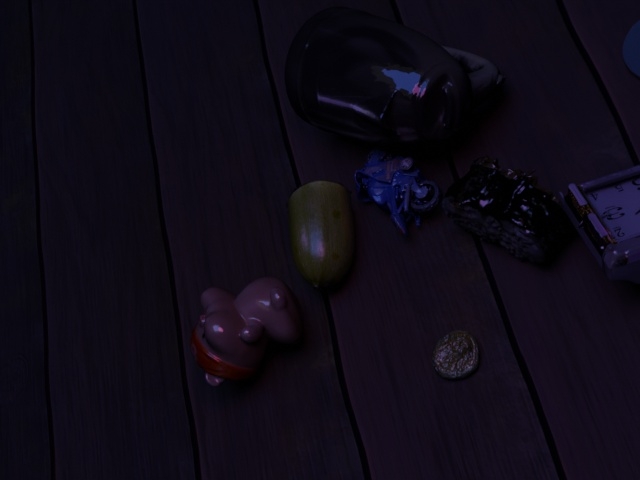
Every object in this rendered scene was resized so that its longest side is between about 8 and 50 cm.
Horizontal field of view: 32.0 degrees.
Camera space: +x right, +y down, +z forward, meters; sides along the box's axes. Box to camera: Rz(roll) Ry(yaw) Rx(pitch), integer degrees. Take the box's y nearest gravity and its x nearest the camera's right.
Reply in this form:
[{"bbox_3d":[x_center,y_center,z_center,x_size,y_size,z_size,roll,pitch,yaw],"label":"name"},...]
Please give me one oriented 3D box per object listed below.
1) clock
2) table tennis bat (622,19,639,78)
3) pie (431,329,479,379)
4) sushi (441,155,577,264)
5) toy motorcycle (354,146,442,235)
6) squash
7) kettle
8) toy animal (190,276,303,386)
[{"bbox_3d":[0.506,-0.042,1.664,0.253,0.083,0.186,-18,44,-2],"label":"clock"},{"bbox_3d":[0.624,-0.339,1.856,0.244,0.040,0.153,-11,57,27],"label":"table tennis bat"},{"bbox_3d":[0.214,0.180,1.764,0.084,0.021,0.084,-13,60,23],"label":"pie"},{"bbox_3d":[0.298,-0.058,1.786,0.212,0.147,0.115,28,76,39],"label":"sushi"},{"bbox_3d":[0.125,-0.094,1.950,0.114,0.076,0.205,-44,47,0],"label":"toy motorcycle"},{"bbox_3d":[0.000,0.000,1.931,0.123,0.123,0.186,-16,54,19],"label":"squash"},{"bbox_3d":[0.155,-0.278,1.961,0.321,0.228,0.324,-21,32,-34],"label":"kettle"},{"bbox_3d":[-0.129,0.147,1.889,0.198,0.171,0.171,-31,51,3],"label":"toy animal"}]
